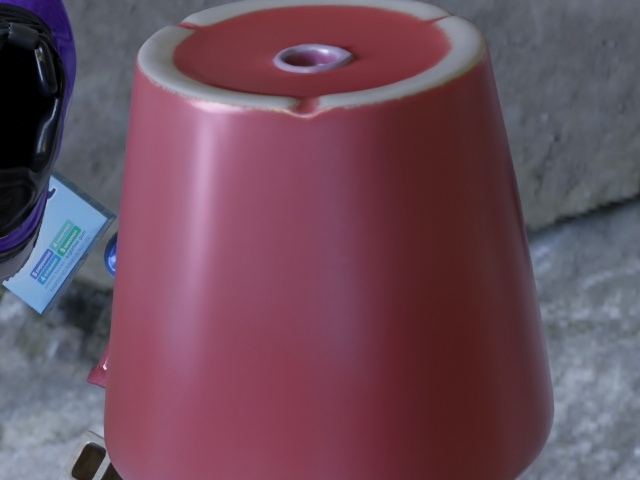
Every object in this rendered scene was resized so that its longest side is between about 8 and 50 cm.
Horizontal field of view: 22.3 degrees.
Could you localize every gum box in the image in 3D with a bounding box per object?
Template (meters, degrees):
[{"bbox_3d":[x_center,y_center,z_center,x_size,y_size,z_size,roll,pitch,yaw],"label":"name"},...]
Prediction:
[{"bbox_3d":[-0.382,-0.023,2.088,0.184,0.041,0.157,38,101,5],"label":"gum box"}]

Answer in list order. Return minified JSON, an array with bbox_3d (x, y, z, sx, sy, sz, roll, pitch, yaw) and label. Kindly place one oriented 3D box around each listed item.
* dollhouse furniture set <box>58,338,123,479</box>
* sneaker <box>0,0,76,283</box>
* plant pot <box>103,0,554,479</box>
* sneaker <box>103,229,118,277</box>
[{"bbox_3d":[-0.166,0.256,1.681,0.152,0.374,0.201,15,166,48],"label":"dollhouse furniture set"},{"bbox_3d":[-0.226,-0.122,1.198,0.102,0.293,0.146,8,144,-14],"label":"sneaker"},{"bbox_3d":[0.000,0.000,0.939,0.275,0.275,0.243,4,117,13],"label":"plant pot"},{"bbox_3d":[-0.112,0.002,1.142,0.152,0.084,0.058,-8,89,34],"label":"sneaker"}]
